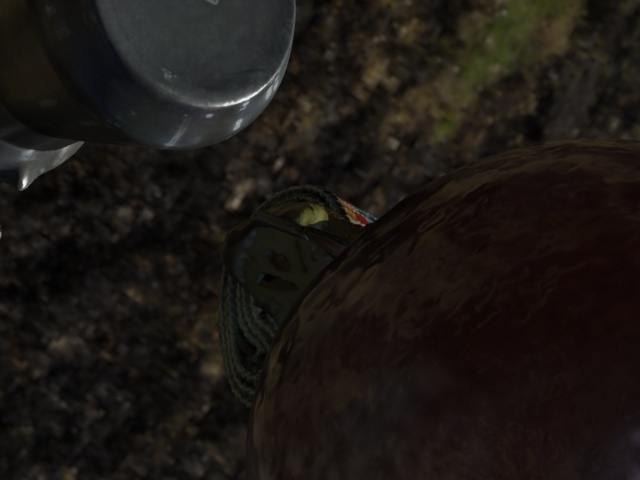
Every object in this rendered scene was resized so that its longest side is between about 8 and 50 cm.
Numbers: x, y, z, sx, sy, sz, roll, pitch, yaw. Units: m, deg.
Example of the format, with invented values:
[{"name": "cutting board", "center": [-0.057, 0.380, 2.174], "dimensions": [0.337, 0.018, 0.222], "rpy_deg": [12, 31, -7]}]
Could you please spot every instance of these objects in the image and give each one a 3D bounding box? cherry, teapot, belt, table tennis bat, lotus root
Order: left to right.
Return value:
[{"name": "teapot", "center": [-0.209, -0.206, 1.449], "dimensions": [0.253, 0.344, 0.300], "rpy_deg": [-2, 82, -40]}, {"name": "belt", "center": [-0.011, 0.085, 1.754], "dimensions": [0.160, 0.207, 0.295], "rpy_deg": [29, 50, -41]}, {"name": "table tennis bat", "center": [0.000, 0.000, 0.925], "dimensions": [0.007, 0.083, 0.050], "rpy_deg": [-66, 159, -7]}, {"name": "lotus root", "center": [0.012, 0.021, 1.450], "dimensions": [0.183, 0.203, 0.078], "rpy_deg": [44, 61, -22]}, {"name": "cherry", "center": [0.088, 0.070, 0.590], "dimensions": [0.236, 0.213, 0.285], "rpy_deg": [-59, -167, -10]}]
